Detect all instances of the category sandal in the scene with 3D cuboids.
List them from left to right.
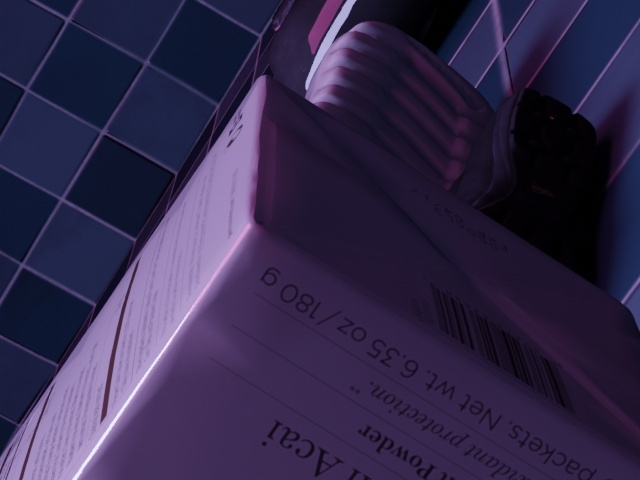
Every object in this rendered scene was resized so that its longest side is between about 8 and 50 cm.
[{"bbox_3d":[0.012,0.010,1.050,0.102,0.169,0.416,-51,1,31],"label":"sandal"}]

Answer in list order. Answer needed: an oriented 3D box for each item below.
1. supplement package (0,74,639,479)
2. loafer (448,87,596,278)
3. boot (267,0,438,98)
[{"bbox_3d":[-0.030,0.124,0.679,0.293,0.177,0.175,-55,12,16],"label":"supplement package"},{"bbox_3d":[0.085,0.011,0.931,0.078,0.076,0.223,-59,4,38],"label":"loafer"},{"bbox_3d":[0.095,-0.278,1.437,0.445,0.146,0.367,-52,3,23],"label":"boot"}]
